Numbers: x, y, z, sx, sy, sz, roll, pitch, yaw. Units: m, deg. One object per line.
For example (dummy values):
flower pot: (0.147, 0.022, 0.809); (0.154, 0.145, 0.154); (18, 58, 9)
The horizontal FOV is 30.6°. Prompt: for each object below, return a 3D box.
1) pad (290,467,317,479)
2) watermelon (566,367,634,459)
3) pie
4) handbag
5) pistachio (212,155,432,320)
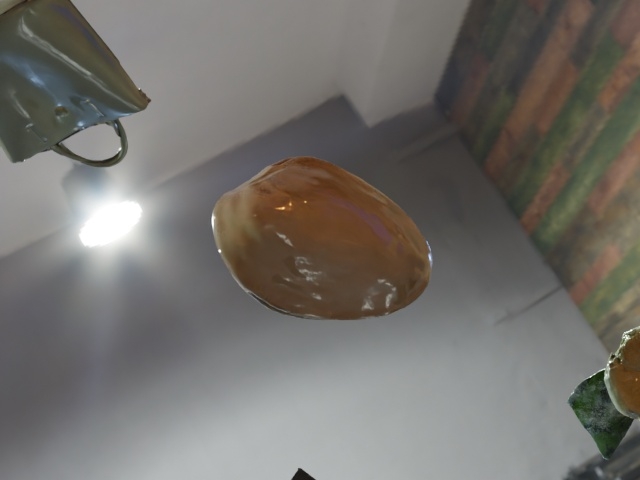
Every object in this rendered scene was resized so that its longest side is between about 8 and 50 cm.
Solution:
pad: (-0.034, 0.445, 1.370); (0.299, 0.202, 0.005); (-57, -28, -4)
watermelon: (0.424, 0.224, 1.701); (0.155, 0.101, 0.080); (-59, -3, 36)
pie: (0.275, 0.111, 0.963); (0.084, 0.084, 0.020); (-31, 2, -1)
handbag: (-0.383, -0.207, 1.648); (0.241, 0.109, 0.315); (-20, -56, 17)
pistachio: (0.000, 0.000, 1.115); (0.223, 0.152, 0.126); (13, -9, -23)
